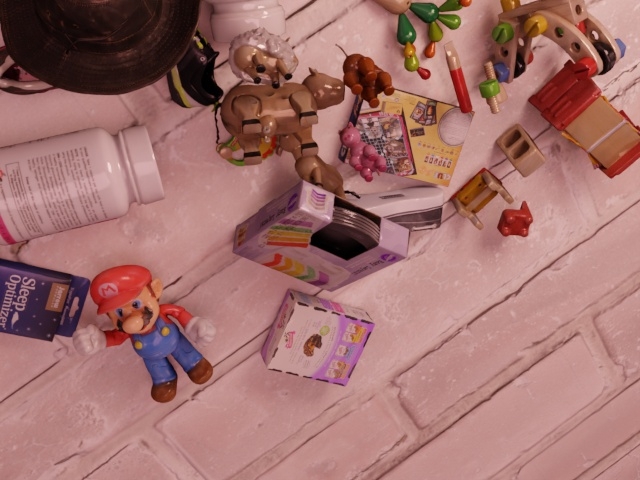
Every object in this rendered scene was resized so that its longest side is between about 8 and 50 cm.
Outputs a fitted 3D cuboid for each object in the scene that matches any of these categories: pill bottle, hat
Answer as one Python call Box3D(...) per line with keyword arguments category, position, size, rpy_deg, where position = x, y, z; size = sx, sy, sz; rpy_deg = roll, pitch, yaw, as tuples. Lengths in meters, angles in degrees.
Box3D(category="pill bottle", position=(-0.420, -0.101, 1.151), size=(0.283, 0.160, 0.160), rpy_deg=(-15, 115, -11))
Box3D(category="pill bottle", position=(-0.134, -0.480, 1.084), size=(0.169, 0.169, 0.301), rpy_deg=(-12, 114, -13))
Box3D(category="hat", position=(-0.342, -0.373, 0.979), size=(0.331, 0.134, 0.331), rpy_deg=(-1, 76, 6))

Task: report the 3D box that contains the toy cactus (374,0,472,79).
Box3D(category="toy cactus", position=(0.180, -0.425, 1.256), size=(0.181, 0.112, 0.219), rpy_deg=(18, 113, -13))

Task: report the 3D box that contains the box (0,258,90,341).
Box3D(category="box", position=(-0.558, 0.110, 1.262), size=(0.225, 0.036, 0.136), rpy_deg=(15, 106, -24))

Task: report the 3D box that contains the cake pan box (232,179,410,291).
Box3D(category="cake pan box", position=(0.000, 0.000, 1.286), size=(0.246, 0.267, 0.070), rpy_deg=(22, 60, -28))

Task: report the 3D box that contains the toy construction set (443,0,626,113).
Box3D(category="toy construction set", position=(0.372, -0.397, 1.241), size=(0.309, 0.257, 0.237), rpy_deg=(-25, 115, -3))

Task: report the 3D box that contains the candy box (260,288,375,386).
Box3D(category="candy box", position=(-0.007, 0.211, 1.460), size=(0.196, 0.070, 0.164), rpy_deg=(18, 105, -24))

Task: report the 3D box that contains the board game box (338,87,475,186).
Box3D(category="board game box", position=(0.172, -0.212, 1.362), size=(0.243, 0.042, 0.165), rpy_deg=(11, 107, -22))

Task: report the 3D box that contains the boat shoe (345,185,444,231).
Box3D(category="boat shoe", position=(0.114, -0.040, 1.384), size=(0.301, 0.108, 0.102), rpy_deg=(-11, 113, -21))

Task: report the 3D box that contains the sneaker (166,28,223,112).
Box3D(category="sneaker", position=(-0.214, -0.333, 1.151), size=(0.097, 0.084, 0.234), rpy_deg=(5, 126, 20))

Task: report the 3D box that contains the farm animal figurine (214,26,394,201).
Box3D(category="farm animal figurine", position=(-0.032, -0.215, 1.203), size=(0.327, 0.172, 0.330), rpy_deg=(2, 134, -23))

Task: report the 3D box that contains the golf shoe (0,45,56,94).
Box3D(category="golf shoe", position=(-0.397, -0.292, 1.105), size=(0.273, 0.120, 0.105), rpy_deg=(-21, 114, -10))

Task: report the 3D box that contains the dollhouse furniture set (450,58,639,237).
Box3D(category="dollhouse furniture set", position=(0.471, -0.167, 1.442), size=(0.201, 0.152, 0.374), rpy_deg=(34, 115, -27))

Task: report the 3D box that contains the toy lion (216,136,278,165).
Box3D(category="toy lion", position=(-0.133, -0.182, 1.285), size=(0.096, 0.034, 0.100), rpy_deg=(32, 98, -34))

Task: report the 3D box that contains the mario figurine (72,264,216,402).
Box3D(category="mario figurine", position=(-0.328, 0.187, 1.286), size=(0.198, 0.170, 0.320), rpy_deg=(-51, 132, -32))
